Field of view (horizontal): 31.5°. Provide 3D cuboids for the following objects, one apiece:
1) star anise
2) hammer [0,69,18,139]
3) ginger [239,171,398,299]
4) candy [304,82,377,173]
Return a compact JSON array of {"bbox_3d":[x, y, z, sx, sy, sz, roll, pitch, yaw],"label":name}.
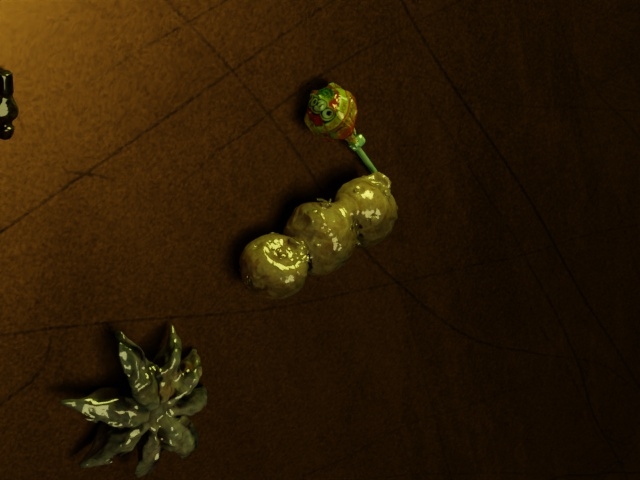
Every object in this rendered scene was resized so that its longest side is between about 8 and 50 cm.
[{"bbox_3d":[-0.191,0.183,1.231,0.181,0.061,0.204,-21,125,-30],"label":"star anise"},{"bbox_3d":[-0.347,-0.113,0.974,0.178,0.021,0.065,-8,117,-34],"label":"hammer"},{"bbox_3d":[0.000,0.000,1.277,0.204,0.080,0.104,-29,149,-27],"label":"ginger"},{"bbox_3d":[0.040,-0.105,1.285,0.060,0.060,0.201,-50,143,-7],"label":"candy"}]
